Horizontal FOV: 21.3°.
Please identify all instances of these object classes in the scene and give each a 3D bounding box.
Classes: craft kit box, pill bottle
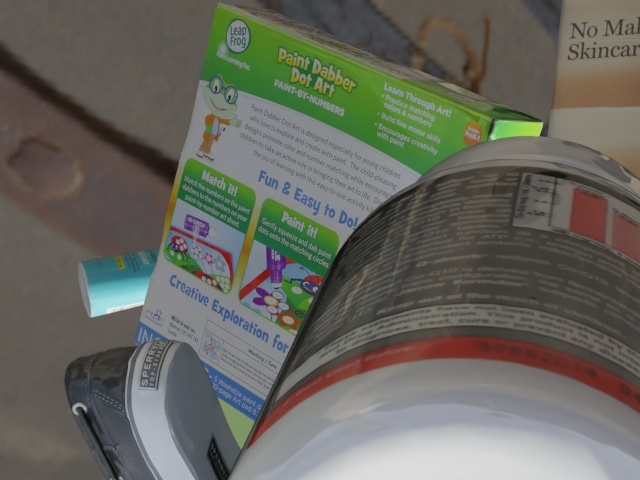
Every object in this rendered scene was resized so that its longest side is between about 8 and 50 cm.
[{"bbox_3d":[0.000,0.000,1.081,0.250,0.061,0.246,28,112,40],"label":"craft kit box"},{"bbox_3d":[0.084,0.083,0.775,0.210,0.363,0.210,4,111,10],"label":"pill bottle"}]

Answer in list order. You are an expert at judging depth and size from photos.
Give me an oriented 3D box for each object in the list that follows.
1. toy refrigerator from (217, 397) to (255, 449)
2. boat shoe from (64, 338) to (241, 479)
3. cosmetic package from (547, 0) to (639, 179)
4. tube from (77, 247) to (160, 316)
[{"bbox_3d":[-0.078,0.143,1.231,0.102,0.269,0.094,11,159,2],"label":"toy refrigerator"},{"bbox_3d":[-0.086,0.146,0.951,0.076,0.080,0.228,-2,134,17],"label":"boat shoe"},{"bbox_3d":[0.306,-0.155,1.571,0.153,0.296,0.129,-2,163,30],"label":"cosmetic package"},{"bbox_3d":[-0.119,0.026,1.580,0.207,0.080,0.052,-12,119,-16],"label":"tube"}]
